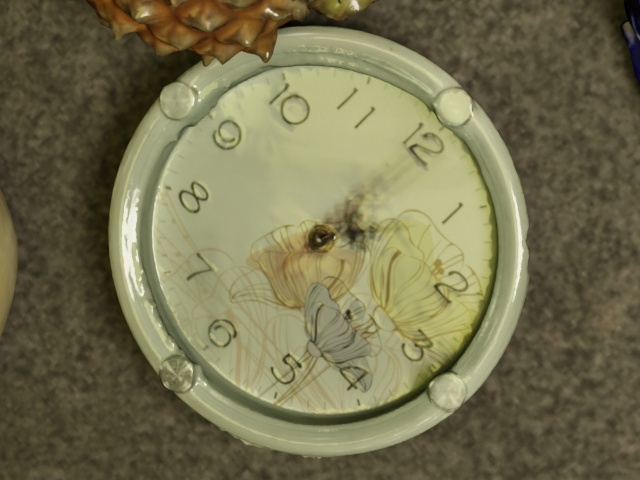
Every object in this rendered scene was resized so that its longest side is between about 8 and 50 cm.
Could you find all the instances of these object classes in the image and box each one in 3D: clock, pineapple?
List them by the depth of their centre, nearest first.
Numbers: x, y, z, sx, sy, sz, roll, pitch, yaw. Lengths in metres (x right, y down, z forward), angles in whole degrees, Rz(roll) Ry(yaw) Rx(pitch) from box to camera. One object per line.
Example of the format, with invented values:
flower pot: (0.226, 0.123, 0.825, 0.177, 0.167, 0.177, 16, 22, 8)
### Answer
pineapple: (-0.055, -0.169, 1.002, 0.193, 0.166, 0.166, 30, 103, -1)
clock: (0.000, 0.000, 1.065, 0.236, 0.053, 0.236, 1, 96, 13)

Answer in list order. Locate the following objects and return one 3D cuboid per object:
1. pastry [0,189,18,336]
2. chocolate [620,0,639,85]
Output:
pastry: (-0.301, 0.008, 1.091, 0.265, 0.133, 0.265, 3, 100, 15)
chocolate: (0.292, -0.029, 0.977, 0.343, 0.126, 0.148, 50, 132, 9)
